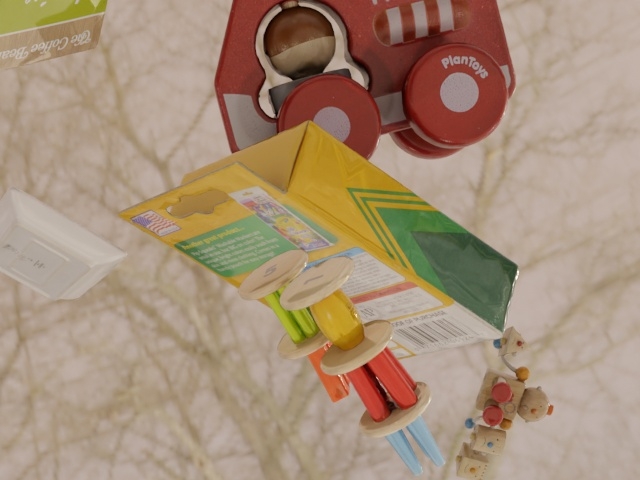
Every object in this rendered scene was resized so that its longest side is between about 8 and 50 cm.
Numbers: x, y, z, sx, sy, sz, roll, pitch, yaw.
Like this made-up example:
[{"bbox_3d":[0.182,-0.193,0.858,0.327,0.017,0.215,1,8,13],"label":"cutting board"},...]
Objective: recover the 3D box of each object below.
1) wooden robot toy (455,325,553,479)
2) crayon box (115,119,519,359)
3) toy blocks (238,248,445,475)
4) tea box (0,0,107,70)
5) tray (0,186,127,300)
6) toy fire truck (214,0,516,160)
[{"bbox_3d":[0.200,0.175,1.567,0.079,0.076,0.173,16,-78,-5],"label":"wooden robot toy"},{"bbox_3d":[0.000,0.000,1.430,0.323,0.083,0.203,33,-30,-28],"label":"crayon box"},{"bbox_3d":[0.019,0.081,0.993,0.054,0.123,0.148,-37,-73,-18],"label":"toy blocks"},{"bbox_3d":[-0.326,-0.336,1.165,0.220,0.329,0.323,-23,-41,-49],"label":"tea box"},{"bbox_3d":[-0.314,0.016,1.724,0.145,0.030,0.270,32,-21,-12],"label":"tray"},{"bbox_3d":[0.039,-0.195,1.512,0.302,0.254,0.169,-14,-1,-5],"label":"toy fire truck"}]
